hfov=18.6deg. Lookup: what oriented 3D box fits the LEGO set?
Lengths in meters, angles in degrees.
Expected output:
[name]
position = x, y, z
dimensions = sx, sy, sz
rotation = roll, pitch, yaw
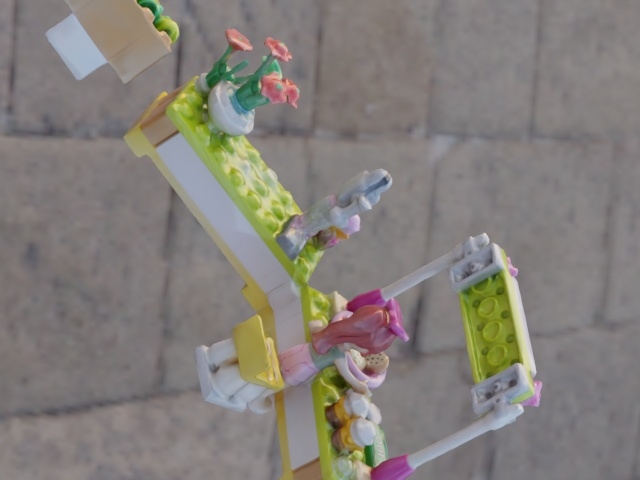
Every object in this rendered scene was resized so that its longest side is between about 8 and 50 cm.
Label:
[LEGO set]
position = 0.000, 0.000, 0.771
dimensions = 0.132, 0.107, 0.287
rotation = 10, 55, -57
